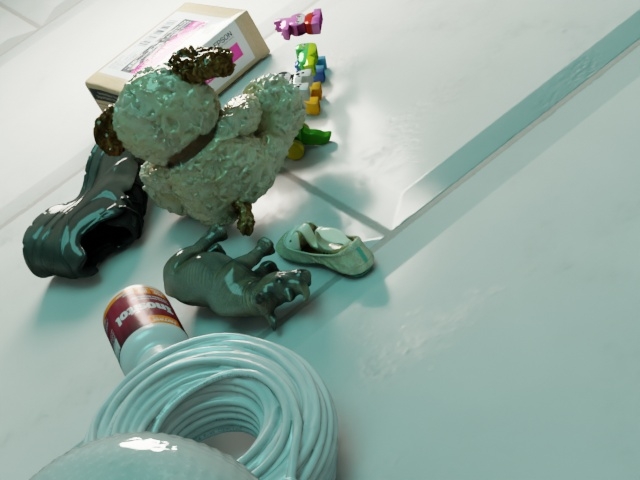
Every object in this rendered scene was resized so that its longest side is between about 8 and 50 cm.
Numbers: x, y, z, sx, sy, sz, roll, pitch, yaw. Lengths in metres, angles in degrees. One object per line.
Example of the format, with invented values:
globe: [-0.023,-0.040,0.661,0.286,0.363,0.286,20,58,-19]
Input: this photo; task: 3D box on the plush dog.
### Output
plush dog: [-0.167,-0.128,1.697,0.262,0.225,0.210,-35,31,20]

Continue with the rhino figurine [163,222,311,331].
rhino figurine: [-0.095,0.049,1.576,0.243,0.073,0.106,14,48,46]

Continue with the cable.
cable: [-0.105,0.206,1.311,0.257,0.089,0.257,4,44,24]

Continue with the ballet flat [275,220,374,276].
ballet flat: [0.000,0.000,1.588,0.168,0.052,0.057,13,51,47]

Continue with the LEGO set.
LEGO set: [-0.047,-0.239,1.921,0.093,0.087,0.227,-5,37,9]

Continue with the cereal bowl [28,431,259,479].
cereal bowl: [-0.188,0.314,1.102,0.339,0.141,0.339,-17,58,29]

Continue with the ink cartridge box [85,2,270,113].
ink cartridge box: [-0.229,-0.276,2.119,0.235,0.088,0.193,-43,34,-22]

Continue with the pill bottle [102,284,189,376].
pill bottle: [-0.197,0.120,1.543,0.086,0.086,0.152,-32,33,-5]

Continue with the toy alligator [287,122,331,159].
toy alligator: [-0.077,-0.136,1.837,0.190,0.051,0.056,-13,35,24]

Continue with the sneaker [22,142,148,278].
sneaker: [-0.284,-0.052,1.853,0.130,0.109,0.286,12,59,38]
